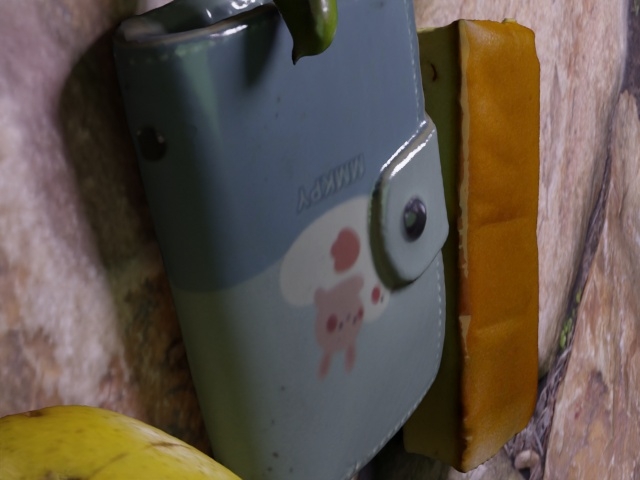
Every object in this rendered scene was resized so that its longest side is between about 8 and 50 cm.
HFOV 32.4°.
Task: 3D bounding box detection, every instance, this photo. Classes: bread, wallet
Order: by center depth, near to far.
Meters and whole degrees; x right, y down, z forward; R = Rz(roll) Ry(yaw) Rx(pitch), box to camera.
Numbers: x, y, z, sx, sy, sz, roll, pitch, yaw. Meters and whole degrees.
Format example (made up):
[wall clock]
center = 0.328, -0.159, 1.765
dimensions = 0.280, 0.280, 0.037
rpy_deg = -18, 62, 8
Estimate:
[wallet]
center = 0.000, 0.000, 0.737
dimensions = 0.252, 0.083, 0.360
rpy_deg = -34, 124, -41
[bread]
center = 0.124, -0.002, 0.915
dimensions = 0.138, 0.077, 0.361
rpy_deg = -19, 111, -52

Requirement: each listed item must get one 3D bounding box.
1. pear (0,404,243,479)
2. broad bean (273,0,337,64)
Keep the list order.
[pear]
center = -0.100, 0.263, 0.538
dimensions = 0.386, 0.191, 0.340
rpy_deg = 15, 83, -56
[broad bean]
center = -0.047, -0.243, 0.625
dimensions = 0.060, 0.043, 0.297
rpy_deg = -14, 90, -10
